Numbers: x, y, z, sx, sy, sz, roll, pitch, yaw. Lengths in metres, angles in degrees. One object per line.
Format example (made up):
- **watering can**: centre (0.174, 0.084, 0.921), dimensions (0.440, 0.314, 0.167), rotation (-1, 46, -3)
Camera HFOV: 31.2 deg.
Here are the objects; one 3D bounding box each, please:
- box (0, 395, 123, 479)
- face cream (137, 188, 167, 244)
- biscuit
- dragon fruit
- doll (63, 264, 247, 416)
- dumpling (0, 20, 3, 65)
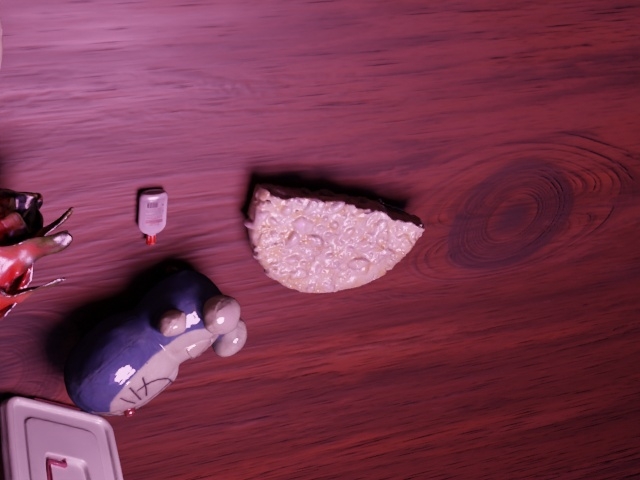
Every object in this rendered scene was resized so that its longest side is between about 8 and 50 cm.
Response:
- **box**: centre (-0.396, 0.386, 1.624), dimensions (0.193, 0.294, 0.167), rotation (24, 121, -38)
- **face cream**: centre (-0.230, -0.031, 1.569), dimensions (0.040, 0.021, 0.083), rotation (-7, 126, -24)
- **biscuit**: centre (0.000, 0.000, 1.677), dimensions (0.281, 0.084, 0.179), rotation (14, 120, -33)
- **dragon fruit**: centre (-0.427, 0.011, 1.385), dimensions (0.274, 0.193, 0.192), rotation (-29, 103, -6)
- **doll**: centre (-0.237, 0.151, 1.604), dimensions (0.258, 0.154, 0.228), rotation (-42, 170, -9)
- **dumpling**: centre (-0.427, -0.227, 1.121), dimensions (0.233, 0.315, 0.395), rotation (-22, 127, -18)
